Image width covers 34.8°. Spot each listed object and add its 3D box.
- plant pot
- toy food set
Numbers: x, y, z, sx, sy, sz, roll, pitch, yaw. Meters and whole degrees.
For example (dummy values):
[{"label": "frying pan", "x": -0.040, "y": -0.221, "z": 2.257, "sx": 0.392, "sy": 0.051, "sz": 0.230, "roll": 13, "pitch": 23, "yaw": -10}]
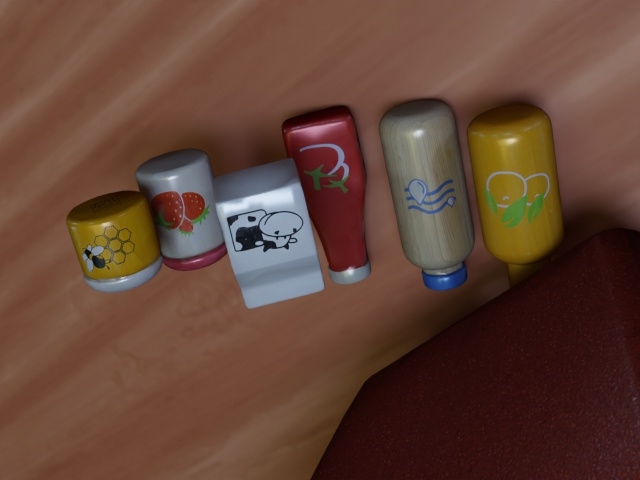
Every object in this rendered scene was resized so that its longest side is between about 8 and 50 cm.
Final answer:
[{"label": "plant pot", "x": 0.129, "y": 0.158, "z": 0.448, "sx": 0.267, "sy": 0.236, "sz": 0.267, "roll": 33, "pitch": 129, "yaw": -24}, {"label": "toy food set", "x": 0.000, "y": 0.000, "z": 0.521, "sx": 0.232, "sy": 0.111, "sz": 0.104, "roll": -14, "pitch": 113, "yaw": -2}]
